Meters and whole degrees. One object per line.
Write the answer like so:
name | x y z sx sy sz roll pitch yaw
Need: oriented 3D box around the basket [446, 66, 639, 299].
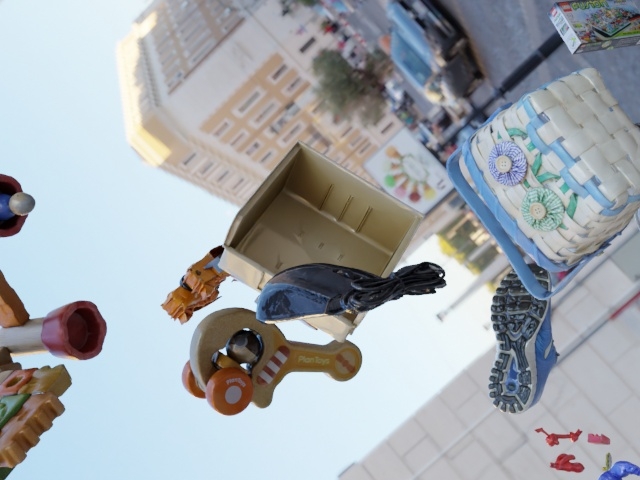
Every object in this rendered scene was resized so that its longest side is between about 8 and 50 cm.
basket | 0.299 -0.077 1.195 0.255 0.201 0.289 55 154 15

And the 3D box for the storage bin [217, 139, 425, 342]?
storage bin | 0.000 0.000 1.500 0.262 0.123 0.260 32 -135 3

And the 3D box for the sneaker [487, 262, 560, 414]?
sneaker | 0.449 0.213 1.930 0.130 0.330 0.147 7 175 35

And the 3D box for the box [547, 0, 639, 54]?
box | 0.588 -0.454 1.845 0.114 0.207 0.036 66 153 22

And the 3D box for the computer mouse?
computer mouse | 0.017 0.060 1.185 0.188 0.272 0.072 -12 -90 -47

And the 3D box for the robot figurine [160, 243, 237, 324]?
robot figurine | -0.201 0.064 1.877 0.085 0.211 0.291 49 -139 7

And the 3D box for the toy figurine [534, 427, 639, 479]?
toy figurine | 0.493 0.512 1.560 0.191 0.362 0.217 20 162 -17

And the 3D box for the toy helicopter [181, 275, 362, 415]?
toy helicopter | -0.072 0.195 1.629 0.355 0.235 0.140 9 -178 -32

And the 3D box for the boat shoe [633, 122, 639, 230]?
boat shoe | 0.487 -0.074 1.260 0.075 0.065 0.206 134 124 -64

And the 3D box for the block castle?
block castle | -0.469 0.154 1.067 0.303 0.213 0.453 65 -146 -26
